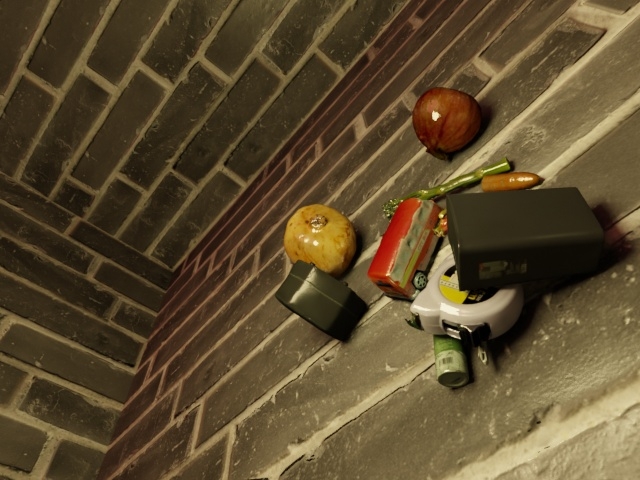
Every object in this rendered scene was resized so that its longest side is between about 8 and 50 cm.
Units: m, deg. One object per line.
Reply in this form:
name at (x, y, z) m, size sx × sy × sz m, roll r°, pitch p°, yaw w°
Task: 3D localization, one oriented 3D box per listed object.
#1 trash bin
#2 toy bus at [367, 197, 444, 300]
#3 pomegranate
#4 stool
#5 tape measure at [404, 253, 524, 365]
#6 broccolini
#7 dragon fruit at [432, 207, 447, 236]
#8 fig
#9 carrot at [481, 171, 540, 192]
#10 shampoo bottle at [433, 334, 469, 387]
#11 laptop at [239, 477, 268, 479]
trash bin at (0.350, -0.009, 0.811) m, size 0.225 × 0.115 × 0.165 m, roll -5°, pitch 39°, yaw 10°
toy bus at (0.220, 0.011, 1.138) m, size 0.121 × 0.119 × 0.265 m, roll -2°, pitch 57°, yaw 60°
pomegranate at (0.000, 0.000, 1.430) m, size 0.248 × 0.248 × 0.248 m, roll -42°, pitch 26°, yaw 27°
stool at (0.001, 0.161, 1.242) m, size 0.141 × 0.232 × 0.232 m, roll -57°, pitch 23°, yaw -9°
tape measure at (0.287, 0.115, 0.863) m, size 0.178 × 0.105 × 0.196 m, roll 20°, pitch 55°, yaw 45°
broccolini at (0.331, -0.132, 1.223) m, size 0.392 × 0.079 × 0.074 m, roll -20°, pitch 30°, yaw 42°
dragon fruit at (0.318, -0.046, 1.069) m, size 0.116 × 0.086 × 0.081 m, roll -46°, pitch 17°, yaw -6°
fig at (0.351, -0.325, 1.280) m, size 0.205 × 0.205 × 0.205 m, roll -42°, pitch 26°, yaw 27°
carrot at (0.430, -0.134, 1.027) m, size 0.139 × 0.048 × 0.048 m, roll 1°, pitch 59°, yaw 61°
shampoo bottle at (0.254, 0.189, 0.912) m, size 0.065 × 0.065 × 0.205 m, roll -37°, pitch 29°, yaw 35°
laptop at (-0.201, 0.685, 1.171) m, size 0.180 × 0.016 × 0.129 m, roll -34°, pitch 30°, yaw 41°
